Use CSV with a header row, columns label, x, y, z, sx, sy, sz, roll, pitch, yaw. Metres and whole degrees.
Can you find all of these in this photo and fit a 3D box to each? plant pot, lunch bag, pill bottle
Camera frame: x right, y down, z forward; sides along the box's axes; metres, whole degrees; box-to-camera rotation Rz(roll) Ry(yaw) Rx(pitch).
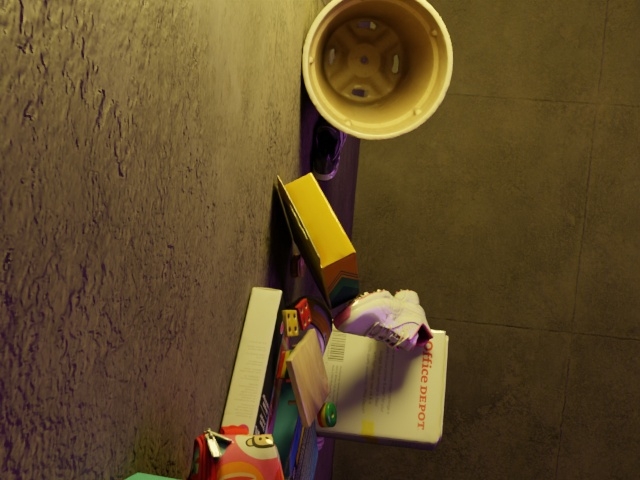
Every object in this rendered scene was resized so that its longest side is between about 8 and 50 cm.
label,x,y,z,sx,sy,sz,roll,pitch,yaw
plant pot,0.117,-0.425,1.751,0.305,0.333,0.334,-103,-164,-74
lunch bag,-0.104,0.347,0.878,0.293,0.120,0.258,111,-24,-57
pill bottle,-0.037,0.197,1.597,0.208,0.119,0.119,-59,153,-74

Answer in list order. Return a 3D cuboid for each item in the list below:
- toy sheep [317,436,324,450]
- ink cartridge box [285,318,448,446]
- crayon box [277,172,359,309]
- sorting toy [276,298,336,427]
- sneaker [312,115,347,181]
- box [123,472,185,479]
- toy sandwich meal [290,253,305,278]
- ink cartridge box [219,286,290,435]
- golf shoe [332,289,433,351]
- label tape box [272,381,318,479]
label,x,y,z,sx,sy,sz,roll,pitch,yaw
toy sheep,-0.031,0.562,2.068,0.091,0.091,0.132,-61,169,-72
ink cartridge box,0.113,0.359,1.834,0.160,0.384,0.279,78,19,-67
crayon box,0.000,0.000,1.527,0.202,0.081,0.318,62,-6,21
sorting toy,-0.037,0.241,1.336,0.132,0.046,0.275,-46,126,-64
sneaker,0.026,-0.276,1.909,0.106,0.078,0.234,87,13,-62
box,-0.191,0.290,0.675,0.244,0.060,0.101,46,50,-80
toy sandwich meal,-0.052,0.053,1.739,0.085,0.029,0.086,2,90,-86
ink cartridge box,-0.118,0.284,1.271,0.176,0.069,0.371,84,16,-57
golf shoe,0.156,0.190,1.684,0.306,0.140,0.115,-1,142,-48
label tape box,-0.078,0.427,1.490,0.241,0.105,0.334,-77,167,-49
